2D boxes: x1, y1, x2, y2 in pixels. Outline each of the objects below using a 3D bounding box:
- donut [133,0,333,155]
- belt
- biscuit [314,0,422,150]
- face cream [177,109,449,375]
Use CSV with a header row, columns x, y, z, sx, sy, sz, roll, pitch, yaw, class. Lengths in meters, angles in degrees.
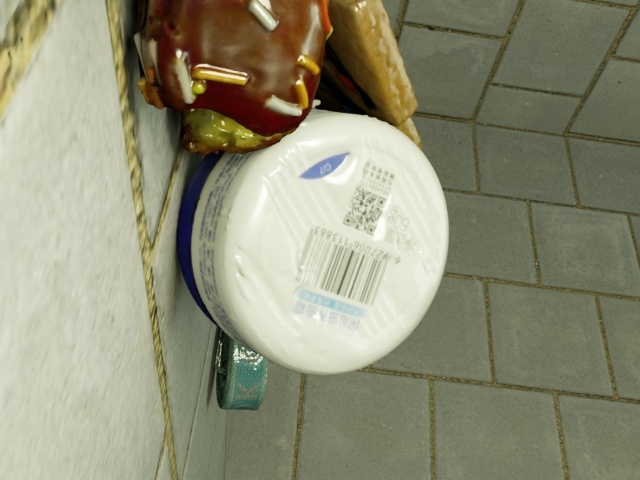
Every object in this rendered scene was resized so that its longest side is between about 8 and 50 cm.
x,y,z,sx,sy,sz,roll,pitch,yaw,class
-0.037,-0.151,0.400,0.230,0.096,0.216,110,-13,-77,donut
-0.132,0.194,1.135,0.147,0.082,0.163,121,-28,-54,belt
0.006,-0.162,0.611,0.278,0.043,0.301,52,-3,0,biscuit
0.000,0.000,0.548,0.111,0.206,0.206,15,-81,59,face cream
